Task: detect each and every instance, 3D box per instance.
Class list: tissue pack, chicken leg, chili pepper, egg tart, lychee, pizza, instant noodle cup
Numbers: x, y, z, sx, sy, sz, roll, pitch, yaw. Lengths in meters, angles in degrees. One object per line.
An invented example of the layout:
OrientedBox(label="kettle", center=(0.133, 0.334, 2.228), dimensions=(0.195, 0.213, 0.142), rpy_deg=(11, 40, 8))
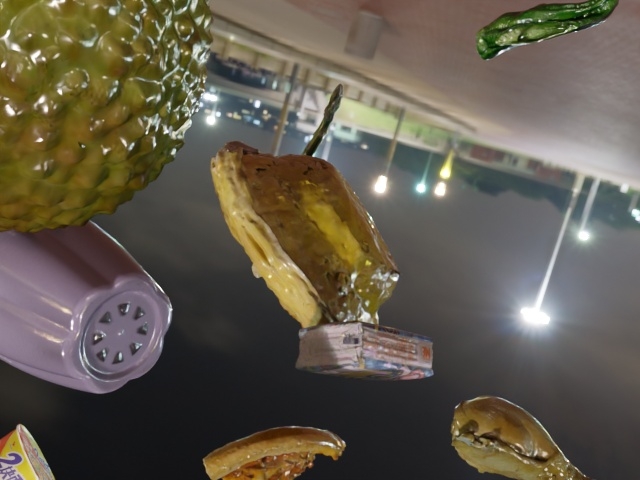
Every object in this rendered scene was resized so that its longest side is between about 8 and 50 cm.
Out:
OrientedBox(label="tissue pack", center=(0.061, 0.151, 1.001), dimensions=(0.115, 0.065, 0.155), rpy_deg=(-12, 158, 43))
OrientedBox(label="chicken leg", center=(0.445, 0.457, 1.533), dimensions=(0.429, 0.152, 0.201), rpy_deg=(34, 166, -4))
OrientedBox(label="chili pepper", center=(0.285, -0.277, 0.953), dimensions=(0.182, 0.050, 0.073), rpy_deg=(-12, -175, 20))
OrientedBox(label="egg tart", center=(0.000, 0.000, 1.244), dimensions=(0.443, 0.178, 0.443), rpy_deg=(55, -174, -9))
OrientedBox(label="lychee", center=(-0.207, -0.137, 0.522), dimensions=(0.270, 0.270, 0.320), rpy_deg=(14, 166, -10))
OrientedBox(label="pizza", center=(-0.073, 0.356, 1.225), dimensions=(0.271, 0.134, 0.056), rpy_deg=(14, -154, -44))
OrientedBox(label="instant noodle cup", center=(-0.648, 0.510, 1.538), dimensions=(0.174, 0.213, 0.213), rpy_deg=(-28, -153, -18))

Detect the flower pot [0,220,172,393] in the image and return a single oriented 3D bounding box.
OrientedBox(label="flower pot", center=(-0.363, 0.101, 1.134), dimensions=(0.243, 0.265, 0.265), rpy_deg=(21, -170, 34))

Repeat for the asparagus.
OrientedBox(label="asparagus", center=(-0.011, -0.197, 1.452), dimensions=(0.034, 0.236, 0.027), rpy_deg=(7, -149, -48))
